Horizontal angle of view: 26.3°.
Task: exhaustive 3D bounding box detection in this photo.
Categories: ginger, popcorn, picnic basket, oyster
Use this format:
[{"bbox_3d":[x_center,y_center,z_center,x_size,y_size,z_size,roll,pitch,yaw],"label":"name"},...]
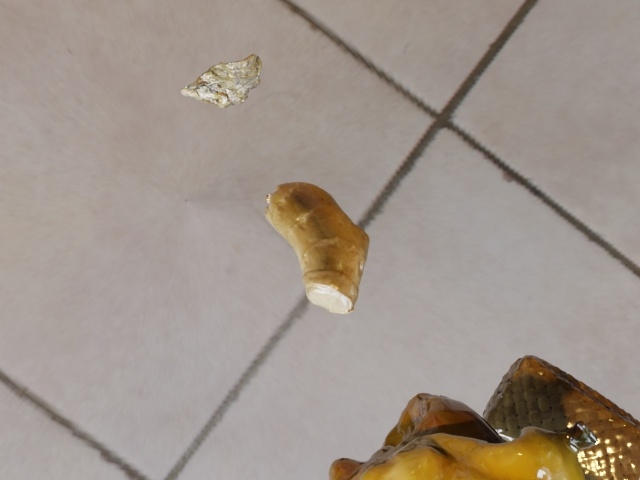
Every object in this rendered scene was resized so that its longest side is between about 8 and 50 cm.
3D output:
[{"bbox_3d":[-0.001,0.001,1.598,0.095,0.069,0.190,-41,63,13],"label":"ginger"},{"bbox_3d":[0.137,0.257,1.201,0.281,0.316,0.297,-46,131,12],"label":"popcorn"},{"bbox_3d":[0.273,0.210,1.483,0.193,0.055,0.110,33,88,10],"label":"picnic basket"},{"bbox_3d":[-0.092,-0.146,1.285,0.081,0.083,0.038,-12,88,-4],"label":"oyster"}]
